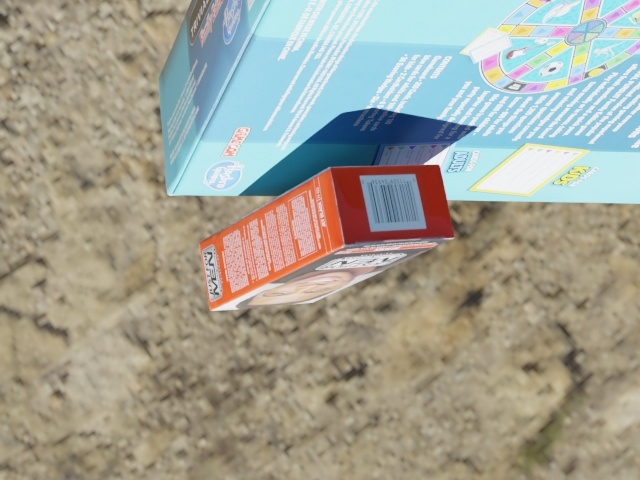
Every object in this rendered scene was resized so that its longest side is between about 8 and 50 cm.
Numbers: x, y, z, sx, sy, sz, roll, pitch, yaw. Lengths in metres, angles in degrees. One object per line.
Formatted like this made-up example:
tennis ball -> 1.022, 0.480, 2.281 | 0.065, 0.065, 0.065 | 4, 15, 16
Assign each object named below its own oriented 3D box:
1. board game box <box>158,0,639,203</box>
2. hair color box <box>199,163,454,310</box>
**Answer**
board game box -> 0.108, -0.103, 0.789 | 0.336, 0.079, 0.254 | 1, 159, -18
hair color box -> 0.000, 0.000, 0.829 | 0.072, 0.043, 0.141 | -4, 167, -32
